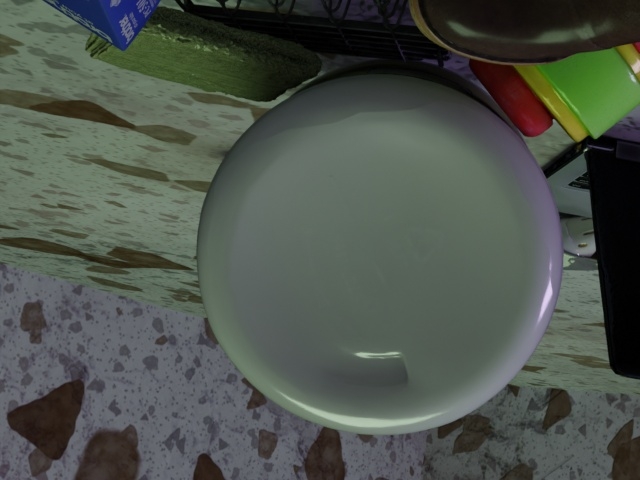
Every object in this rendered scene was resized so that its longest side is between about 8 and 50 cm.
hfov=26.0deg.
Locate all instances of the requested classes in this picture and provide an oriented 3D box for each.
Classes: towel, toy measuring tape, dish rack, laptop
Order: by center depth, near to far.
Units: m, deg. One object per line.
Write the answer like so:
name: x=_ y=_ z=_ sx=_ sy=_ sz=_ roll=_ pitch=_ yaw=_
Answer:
dish rack: x=-0.012 y=-0.178 z=0.871 sx=0.208 sy=0.074 sz=0.271 roll=9 pitch=172 yaw=12
toy measuring tape: x=0.180 y=-0.106 z=0.936 sx=0.121 sy=0.121 sz=0.330 roll=5 pitch=168 yaw=24
towel: x=-0.081 y=-0.128 z=0.943 sx=0.148 sy=0.027 sz=0.110 roll=13 pitch=171 yaw=-20
laptop: x=0.401 y=0.058 z=1.302 sx=0.382 sy=0.236 sz=0.408 roll=11 pitch=169 yaw=-6

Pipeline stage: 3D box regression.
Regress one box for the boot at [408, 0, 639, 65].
boot: x=0.186 y=-0.146 z=0.699 sx=0.248 sy=0.090 sz=0.207 roll=-8 pitch=-175 yaw=-13

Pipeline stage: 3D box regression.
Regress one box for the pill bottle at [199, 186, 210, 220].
pill bottle: x=0.000 y=0.000 z=1.590 sx=0.146 sy=0.146 sz=0.264 roll=-1 pitch=166 yaw=45

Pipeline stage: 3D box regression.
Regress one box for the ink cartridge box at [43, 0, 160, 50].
ink cartridge box: x=-0.192 y=-0.193 z=0.791 sx=0.207 sy=0.046 sz=0.097 roll=32 pitch=171 yaw=7

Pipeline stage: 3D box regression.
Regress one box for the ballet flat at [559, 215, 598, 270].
ballet flat: x=0.324 y=0.000 z=1.571 sx=0.213 sy=0.072 sz=0.068 roll=10 pitch=142 yaw=-9

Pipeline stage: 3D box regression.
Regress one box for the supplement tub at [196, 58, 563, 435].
supplement tub: x=0.047 y=-0.012 z=1.012 sx=0.235 sy=0.235 sz=0.325 roll=9 pitch=-169 yaw=3
